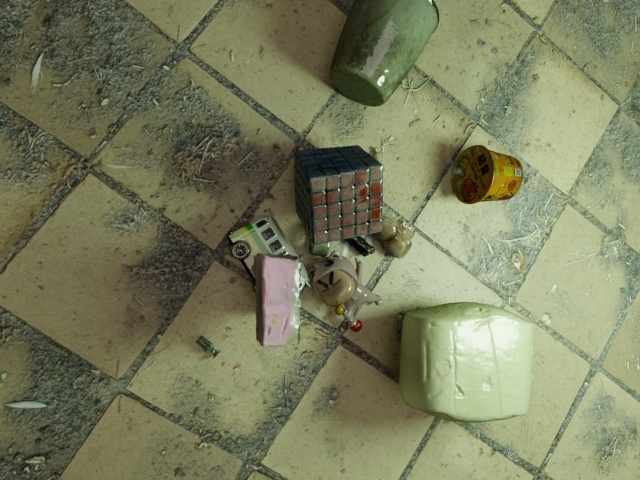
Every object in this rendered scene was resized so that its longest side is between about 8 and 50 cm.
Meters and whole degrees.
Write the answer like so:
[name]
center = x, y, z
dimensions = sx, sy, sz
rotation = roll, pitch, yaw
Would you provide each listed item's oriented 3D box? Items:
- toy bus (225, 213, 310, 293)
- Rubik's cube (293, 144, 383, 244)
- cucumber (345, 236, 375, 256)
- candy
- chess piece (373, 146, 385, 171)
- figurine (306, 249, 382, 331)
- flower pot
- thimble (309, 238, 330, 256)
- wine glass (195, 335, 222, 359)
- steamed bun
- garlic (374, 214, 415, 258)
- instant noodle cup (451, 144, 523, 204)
[toy bus]
center = -0.164, 0.076, 1.310
dimensions = 0.179, 0.143, 0.305
rotation = -32, 94, -13
[Rubik's cube]
center = 0.052, -0.157, 1.283
dimensions = 0.238, 0.236, 0.238
rotation = -9, 122, -11
[cucumber]
center = 0.119, -0.007, 1.424
dimensions = 0.181, 0.053, 0.053
rotation = 42, 80, -6
[candy]
center = -0.125, 0.168, 1.161
dimensions = 0.116, 0.155, 0.264
rotation = 0, 89, -20
[chess piece]
center = 0.210, -0.296, 1.465
dimensions = 0.035, 0.035, 0.092
rotation = -11, 86, -13
[figurine]
center = 0.090, 0.169, 1.353
dimensions = 0.176, 0.186, 0.287
rotation = -31, 113, 15
[flower pot]
center = 0.194, -0.652, 1.360
dimensions = 0.294, 0.293, 0.330
rotation = 28, 89, -10
[thimble]
center = 0.000, 0.000, 1.377
dimensions = 0.062, 0.084, 0.109
rotation = 11, 82, -12
[wine glass]
center = -0.366, 0.345, 1.308
dimensions = 0.083, 0.039, 0.042
rotation = 44, 82, -3
[steamed bun]
center = 0.478, 0.394, 1.369
dimensions = 0.457, 0.290, 0.370
rotation = 8, 81, -14
[garlic]
center = 0.263, -0.021, 1.440
dimensions = 0.124, 0.099, 0.174
rotation = -44, 93, 9
[instant noodle cup]
center = 0.618, -0.234, 1.472
dimensions = 0.173, 0.216, 0.215
rotation = 2, 87, -21
